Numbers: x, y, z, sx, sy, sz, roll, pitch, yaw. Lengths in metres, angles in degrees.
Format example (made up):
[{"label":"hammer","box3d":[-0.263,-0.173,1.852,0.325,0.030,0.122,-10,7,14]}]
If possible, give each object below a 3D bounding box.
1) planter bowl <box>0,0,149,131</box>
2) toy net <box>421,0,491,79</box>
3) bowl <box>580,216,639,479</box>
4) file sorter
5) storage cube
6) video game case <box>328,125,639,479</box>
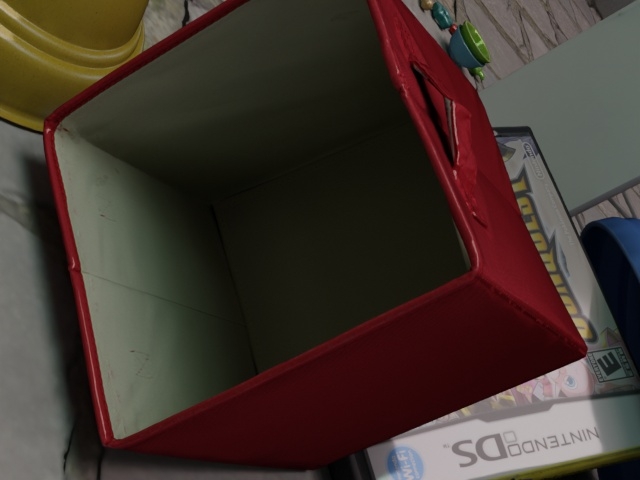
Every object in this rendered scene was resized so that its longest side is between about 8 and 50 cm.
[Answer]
[{"label":"planter bowl","box3d":[-0.157,-0.175,0.532,0.217,0.090,0.217,41,32,-33]},{"label":"toy net","box3d":[0.179,-0.341,1.361,0.122,0.045,0.232,-8,70,-62]},{"label":"bowl","box3d":[0.298,0.171,0.798,0.391,0.077,0.391,-9,90,-86]},{"label":"file sorter","box3d":[0.318,-0.105,1.099,0.173,0.277,0.193,27,41,-51]},{"label":"storage cube","box3d":[0.000,0.000,0.502,0.193,0.215,0.184,29,38,-57]},{"label":"video game case","box3d":[0.093,0.040,0.675,0.248,0.035,0.275,-5,63,-26]}]
